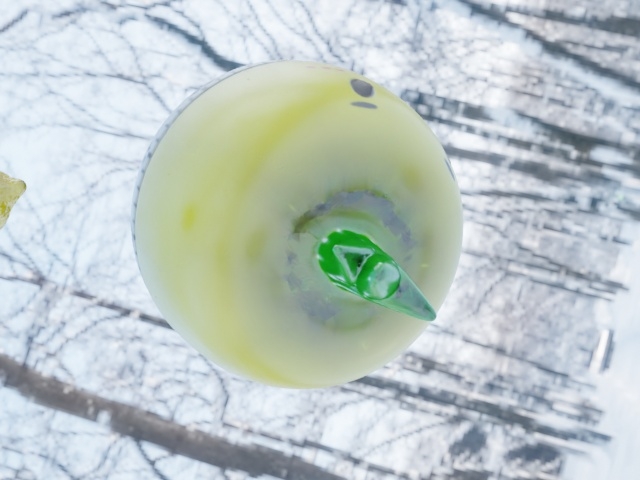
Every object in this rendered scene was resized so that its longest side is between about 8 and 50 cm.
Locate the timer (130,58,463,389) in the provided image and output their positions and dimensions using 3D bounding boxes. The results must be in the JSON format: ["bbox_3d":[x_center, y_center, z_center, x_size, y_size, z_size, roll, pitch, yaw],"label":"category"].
[{"bbox_3d":[0.000,0.000,0.885,0.285,0.285,0.285,14,-90,-77],"label":"timer"}]

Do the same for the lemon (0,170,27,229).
[{"bbox_3d":[-0.245,-0.028,0.784,0.065,0.092,0.065,171,90,-89],"label":"lemon"}]
